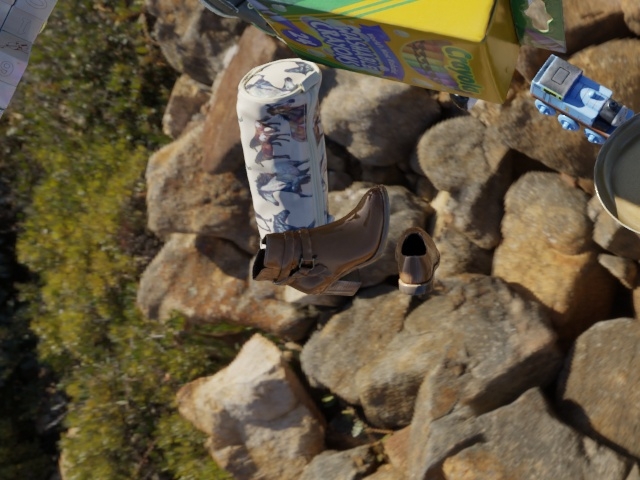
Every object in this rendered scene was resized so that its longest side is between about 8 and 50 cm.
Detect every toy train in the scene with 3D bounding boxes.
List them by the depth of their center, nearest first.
[{"bbox_3d":[0.441,-0.234,1.436,0.184,0.105,0.080,35,83,17],"label":"toy train"}]

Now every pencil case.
[{"bbox_3d":[-0.056,-0.149,1.650,0.183,0.160,0.410,16,130,28],"label":"pencil case"}]

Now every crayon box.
[{"bbox_3d":[0.099,-0.239,0.937,0.323,0.203,0.083,16,86,20],"label":"crayon box"}]

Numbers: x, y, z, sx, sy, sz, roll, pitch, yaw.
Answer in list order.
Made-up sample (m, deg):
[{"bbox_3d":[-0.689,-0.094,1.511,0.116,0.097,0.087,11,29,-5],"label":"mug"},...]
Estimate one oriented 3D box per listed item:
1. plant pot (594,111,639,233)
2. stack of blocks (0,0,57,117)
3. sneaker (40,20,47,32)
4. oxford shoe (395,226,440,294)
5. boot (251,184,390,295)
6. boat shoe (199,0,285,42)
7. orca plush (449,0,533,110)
[{"bbox_3d":[0.542,-0.103,1.289,0.236,0.032,0.236,-13,59,23],"label":"plant pot"},{"bbox_3d":[-0.419,-0.283,1.105,0.297,0.087,0.171,-46,35,34],"label":"stack of blocks"},{"bbox_3d":[-0.506,-0.396,1.232,0.147,0.385,0.145,34,84,19],"label":"sneaker"},{"bbox_3d":[0.160,0.013,1.398,0.076,0.212,0.076,-5,110,5],"label":"oxford shoe"},{"bbox_3d":[0.000,0.000,1.131,0.073,0.152,0.197,-104,29,-50],"label":"boot"},{"bbox_3d":[-0.091,-0.409,1.432,0.091,0.305,0.109,22,92,52],"label":"boat shoe"},{"bbox_3d":[0.300,-0.382,1.565,0.102,0.151,0.287,24,135,-8],"label":"orca plush"}]
